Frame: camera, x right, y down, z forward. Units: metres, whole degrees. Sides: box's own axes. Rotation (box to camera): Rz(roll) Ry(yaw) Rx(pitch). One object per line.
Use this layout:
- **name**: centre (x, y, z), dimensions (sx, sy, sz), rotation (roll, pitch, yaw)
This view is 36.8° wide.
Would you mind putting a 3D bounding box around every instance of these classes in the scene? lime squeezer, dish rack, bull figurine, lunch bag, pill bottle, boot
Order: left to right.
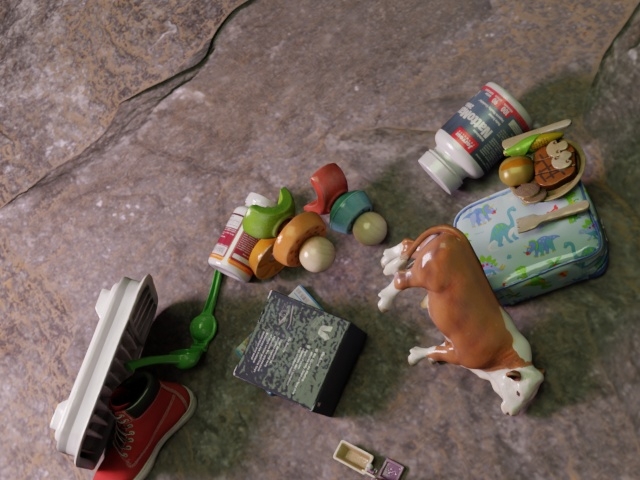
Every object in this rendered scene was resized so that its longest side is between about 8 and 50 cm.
- **dish rack**: centre (-0.374, 0.223, 1.659), dimensions (0.072, 0.285, 0.332), rotation (18, 74, -1)
- **boot**: centre (-0.341, 0.332, 1.645), dimensions (0.088, 0.176, 0.244), rotation (38, 90, 32)
- **lime squeezer**: centre (-0.239, 0.159, 1.730), dimensions (0.059, 0.110, 0.310), rotation (-19, 24, 43)
- **pill bottle**: centre (-0.135, -0.007, 1.757), dimensions (0.086, 0.086, 0.152), rotation (20, 77, 35)
- **bull figurine**: centre (0.207, 0.121, 1.432), dimensions (0.188, 0.101, 0.310), rotation (-17, 103, 35)
- **pill bottle**: centre (0.256, -0.167, 1.607), dimensions (0.180, 0.108, 0.108), rotation (-44, 53, 3)
- **lunch bag**: centre (0.327, -0.005, 1.497), dimensions (0.219, 0.090, 0.176), rotation (-23, 58, 18)

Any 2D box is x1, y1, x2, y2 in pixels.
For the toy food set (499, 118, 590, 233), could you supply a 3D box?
- **toy food set**: centre (0.339, -0.111, 1.472), dimensions (0.132, 0.038, 0.192), rotation (-20, 48, 21)

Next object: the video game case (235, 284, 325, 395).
- **video game case**: centre (-0.059, 0.172, 1.669), dimensions (0.166, 0.015, 0.119), rotation (-45, 54, 2)

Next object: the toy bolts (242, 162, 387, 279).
- **toy bolts**: centre (0.000, 0.000, 1.656), dimensions (0.228, 0.218, 0.158), rotation (-34, 62, -30)

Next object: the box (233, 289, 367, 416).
- **box**: centre (-0.032, 0.187, 1.582), dimensions (0.158, 0.093, 0.156), rotation (20, 81, 27)

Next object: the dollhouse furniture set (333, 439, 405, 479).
- **dollhouse furniture set**: centre (0.051, 0.357, 1.474), dimensions (0.114, 0.081, 0.091), rotation (21, 78, 35)
